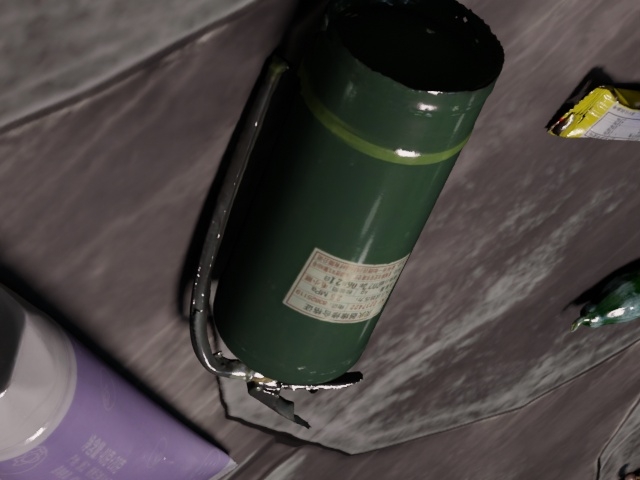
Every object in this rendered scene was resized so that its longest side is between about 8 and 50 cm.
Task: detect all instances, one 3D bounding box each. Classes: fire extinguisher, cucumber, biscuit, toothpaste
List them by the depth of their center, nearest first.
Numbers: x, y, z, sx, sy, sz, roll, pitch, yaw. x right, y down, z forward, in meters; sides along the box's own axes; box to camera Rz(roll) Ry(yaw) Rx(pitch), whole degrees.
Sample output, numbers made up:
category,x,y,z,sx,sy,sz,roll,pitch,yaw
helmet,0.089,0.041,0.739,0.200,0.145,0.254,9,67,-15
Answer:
category,x,y,z,sx,sy,sz,roll,pitch,yaw
fire extinguisher,0.000,0.000,0.951,0.118,0.093,0.294,8,133,-17
toothpaste,-0.135,0.117,0.990,0.125,0.080,0.371,-35,155,-4
biscuit,0.253,-0.075,1.170,0.292,0.026,0.048,0,138,-46
cucumber,0.244,0.032,1.300,0.155,0.037,0.037,-23,147,-24

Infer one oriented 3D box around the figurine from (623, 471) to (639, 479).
category,x,y,z,sx,sy,sz,roll,pitch,yaw
figurine,0.297,0.222,1.617,0.083,0.047,0.050,-13,132,-43
